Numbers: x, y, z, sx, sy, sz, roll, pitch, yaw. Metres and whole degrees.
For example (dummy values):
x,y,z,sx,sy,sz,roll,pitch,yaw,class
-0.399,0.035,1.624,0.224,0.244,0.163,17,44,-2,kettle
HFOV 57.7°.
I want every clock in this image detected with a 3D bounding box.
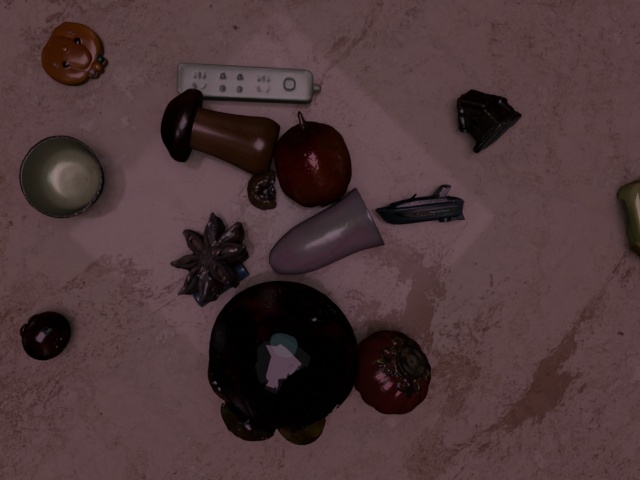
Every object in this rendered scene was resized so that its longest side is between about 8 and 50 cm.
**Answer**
x,y,z,sx,sy,sz,roll,pitch,yaw,class
0.976,-0.029,1.627,0.235,0.096,0.307,-9,93,-4,clock

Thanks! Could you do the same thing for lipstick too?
x,y,z,sx,sy,sz,roll,pitch,yaw,class
-0.273,0.120,1.591,0.158,0.048,0.048,-34,93,-1,lipstick

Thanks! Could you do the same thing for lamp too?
x,y,z,sx,sy,sz,roll,pitch,yaw,class
0.184,0.353,1.551,0.227,0.227,0.226,0,92,-3,lamp

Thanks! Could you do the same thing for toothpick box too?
x,y,z,sx,sy,sz,roll,pitch,yaw,class
-0.262,-0.273,1.508,0.295,0.192,0.192,16,91,-5,toothpick box

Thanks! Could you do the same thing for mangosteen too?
x,y,z,sx,sy,sz,roll,pitch,yaw,class
-0.738,0.248,1.543,0.140,0.140,0.140,0,92,-3,mangosteen
-0.095,0.315,1.449,0.381,0.381,0.421,13,93,-3,mangosteen

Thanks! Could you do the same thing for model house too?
x,y,z,sx,sy,sz,roll,pitch,yaw,class
0.452,-0.350,1.597,0.165,0.106,0.152,-34,80,-36,model house

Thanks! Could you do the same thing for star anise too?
x,y,z,sx,sy,sz,roll,pitch,yaw,class
-0.276,0.054,1.541,0.236,0.109,0.223,-31,56,20,star anise

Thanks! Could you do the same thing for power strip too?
x,y,z,sx,sy,sz,roll,pitch,yaw,class
-0.190,-0.422,1.569,0.386,0.062,0.091,2,95,-2,power strip

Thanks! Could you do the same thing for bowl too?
x,y,z,sx,sy,sz,roll,pitch,yaw,class
-0.664,-0.163,1.529,0.212,0.112,0.211,0,92,-4,bowl

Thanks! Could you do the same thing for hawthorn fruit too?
x,y,z,sx,sy,sz,roll,pitch,yaw,class
-0.020,-0.209,1.488,0.216,0.215,0.249,-9,111,-3,hawthorn fruit

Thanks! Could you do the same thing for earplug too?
x,y,z,sx,sy,sz,roll,pitch,yaw,class
0.000,0.000,1.557,0.301,0.172,0.172,-26,93,5,earplug

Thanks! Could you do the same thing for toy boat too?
x,y,z,sx,sy,sz,roll,pitch,yaw,class
0.271,-0.094,1.590,0.246,0.093,0.103,-7,100,-3,toy boat

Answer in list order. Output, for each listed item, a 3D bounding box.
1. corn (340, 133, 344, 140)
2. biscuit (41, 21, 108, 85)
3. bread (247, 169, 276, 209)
x,y,z,sx,sy,sz,roll,pitch,yaw,class
0.019,-0.270,1.599,0.092,0.037,0.037,-18,93,-6,corn
-0.654,-0.493,1.548,0.171,0.050,0.170,0,93,-3,biscuit
-0.159,-0.138,1.582,0.082,0.060,0.113,-4,94,-5,bread
